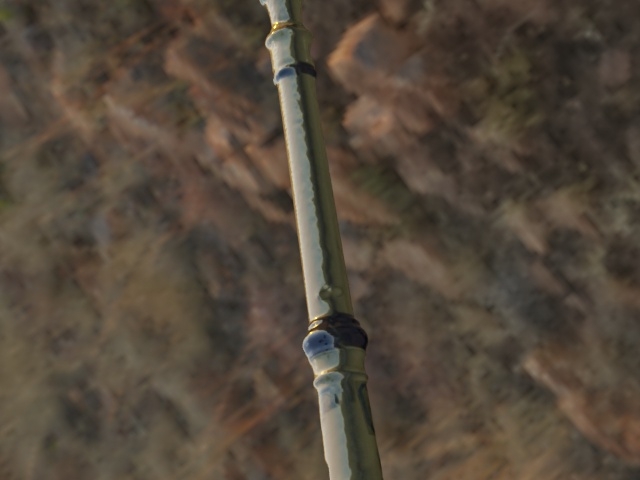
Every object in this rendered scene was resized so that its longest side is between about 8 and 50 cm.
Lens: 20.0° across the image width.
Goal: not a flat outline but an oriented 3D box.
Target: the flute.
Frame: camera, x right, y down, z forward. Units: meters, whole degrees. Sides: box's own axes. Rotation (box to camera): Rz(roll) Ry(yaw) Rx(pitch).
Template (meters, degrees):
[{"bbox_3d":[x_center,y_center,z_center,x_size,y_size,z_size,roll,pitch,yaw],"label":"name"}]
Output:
[{"bbox_3d":[0.000,0.000,0.674,0.027,0.027,0.233,118,147,-60],"label":"flute"}]
